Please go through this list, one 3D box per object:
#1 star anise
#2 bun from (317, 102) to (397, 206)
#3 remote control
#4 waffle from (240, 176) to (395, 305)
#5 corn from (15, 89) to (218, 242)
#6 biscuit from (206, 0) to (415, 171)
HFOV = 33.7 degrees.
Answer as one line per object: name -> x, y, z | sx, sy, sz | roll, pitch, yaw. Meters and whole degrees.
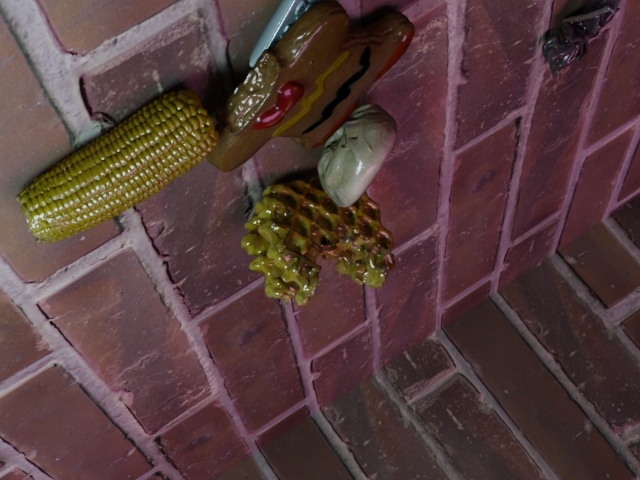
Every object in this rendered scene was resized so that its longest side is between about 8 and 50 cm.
star anise -> 0.587, -0.473, 2.368 | 0.230, 0.081, 0.262 | -32, 167, -10
bun -> 0.064, -0.174, 2.093 | 0.210, 0.116, 0.237 | -63, -169, -20
remote control -> -0.021, -0.398, 1.703 | 0.103, 0.051, 0.293 | -15, 148, -54
waffle -> 0.000, 0.000, 2.194 | 0.324, 0.261, 0.151 | -8, 164, -43
corn -> -0.326, -0.116, 1.710 | 0.344, 0.131, 0.131 | -32, 156, -5
biscuit -> -0.015, -0.257, 1.865 | 0.368, 0.076, 0.394 | -48, 164, 25
